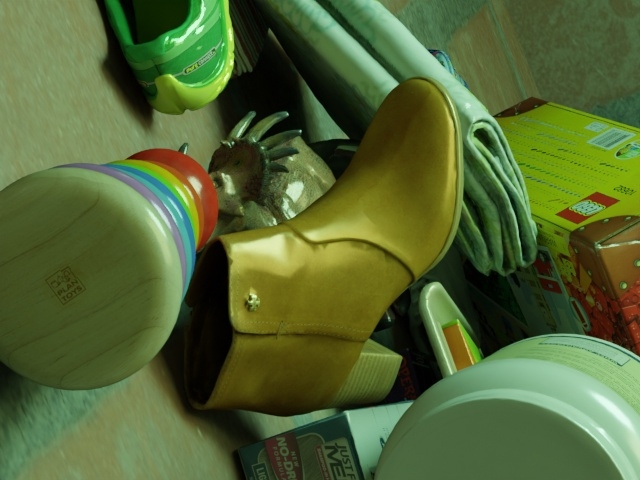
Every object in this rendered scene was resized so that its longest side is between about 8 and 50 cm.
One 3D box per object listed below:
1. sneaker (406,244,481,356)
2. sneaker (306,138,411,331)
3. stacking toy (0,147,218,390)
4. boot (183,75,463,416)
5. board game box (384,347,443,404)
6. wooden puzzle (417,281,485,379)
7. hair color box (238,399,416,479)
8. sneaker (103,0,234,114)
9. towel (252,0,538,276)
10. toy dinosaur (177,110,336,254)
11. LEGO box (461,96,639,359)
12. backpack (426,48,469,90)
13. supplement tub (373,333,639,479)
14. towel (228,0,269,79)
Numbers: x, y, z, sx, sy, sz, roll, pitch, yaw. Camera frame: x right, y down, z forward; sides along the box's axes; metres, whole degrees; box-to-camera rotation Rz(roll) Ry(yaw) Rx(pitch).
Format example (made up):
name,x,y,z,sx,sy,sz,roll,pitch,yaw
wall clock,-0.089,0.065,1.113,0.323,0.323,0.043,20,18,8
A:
name,x,y,z,sx,sy,sz,roll,pitch,yaw
sneaker,0.129,0.050,2.167,0.091,0.094,0.258,-90,156,-61
sneaker,0.040,0.006,1.910,0.281,0.106,0.162,37,39,-64
stacking toy,-0.133,-0.006,1.304,0.330,0.141,0.141,-55,124,-76
boot,-0.001,0.001,1.498,0.211,0.104,0.295,8,97,-46
board game box,0.180,0.237,1.999,0.347,0.056,0.208,20,54,-59
wooden puzzle,0.163,0.178,1.843,0.221,0.044,0.238,51,23,-64
hair color box,0.051,0.238,1.656,0.347,0.105,0.174,10,62,-72
sneaker,-0.136,-0.255,1.620,0.123,0.109,0.295,50,25,-60
towel,0.066,-0.151,1.889,0.374,0.090,0.320,47,-5,30
toy dinosaur,-0.039,-0.042,1.683,0.200,0.127,0.295,58,13,-15
LEGO box,0.330,0.072,2.110,0.372,0.193,0.500,67,-13,-18
backpack,0.145,-0.144,2.421,0.173,0.117,0.158,50,26,-57
supplement tub,0.174,0.202,1.486,0.325,0.235,0.235,-8,78,-73
towel,-0.100,-0.255,1.902,0.197,0.029,0.144,-78,145,-67
